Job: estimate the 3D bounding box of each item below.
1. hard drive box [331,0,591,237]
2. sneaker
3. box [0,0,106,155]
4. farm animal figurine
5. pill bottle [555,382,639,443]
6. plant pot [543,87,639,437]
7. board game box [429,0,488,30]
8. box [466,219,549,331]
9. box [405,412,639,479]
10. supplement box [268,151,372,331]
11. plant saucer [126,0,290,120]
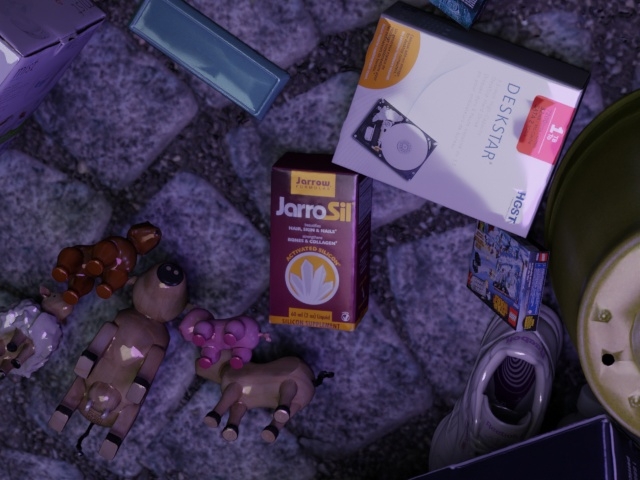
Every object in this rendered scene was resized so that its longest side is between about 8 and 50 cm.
[{"bbox_3d":[0.154,-0.134,1.910,0.232,0.089,0.181,21,111,8],"label":"hard drive box"},{"bbox_3d":[0.187,0.220,1.978,0.114,0.152,0.305,16,111,6],"label":"sneaker"},{"bbox_3d":[-0.383,-0.181,1.934,0.127,0.262,0.231,41,112,-1],"label":"box"},{"bbox_3d":[-0.189,0.124,2.042,0.330,0.172,0.327,43,124,-10],"label":"farm animal figurine"},{"bbox_3d":[0.307,0.259,1.986,0.103,0.103,0.184,16,110,8],"label":"pill bottle"},{"bbox_3d":[0.391,0.045,1.769,0.366,0.353,0.366,4,108,13],"label":"plant pot"},{"bbox_3d":[0.108,-0.318,1.854,0.186,0.026,0.126,38,150,7],"label":"board game box"},{"bbox_3d":[0.205,0.033,1.929,0.027,0.137,0.094,1,110,-20],"label":"box"},{"bbox_3d":[0.225,0.469,1.824,0.480,0.297,0.472,-24,135,31],"label":"box"},{"bbox_3d":[0.000,0.000,1.993,0.104,0.081,0.188,5,107,12],"label":"supplement box"},{"bbox_3d":[-0.130,-0.215,1.994,0.192,0.018,0.067,35,111,2],"label":"plant saucer"}]
